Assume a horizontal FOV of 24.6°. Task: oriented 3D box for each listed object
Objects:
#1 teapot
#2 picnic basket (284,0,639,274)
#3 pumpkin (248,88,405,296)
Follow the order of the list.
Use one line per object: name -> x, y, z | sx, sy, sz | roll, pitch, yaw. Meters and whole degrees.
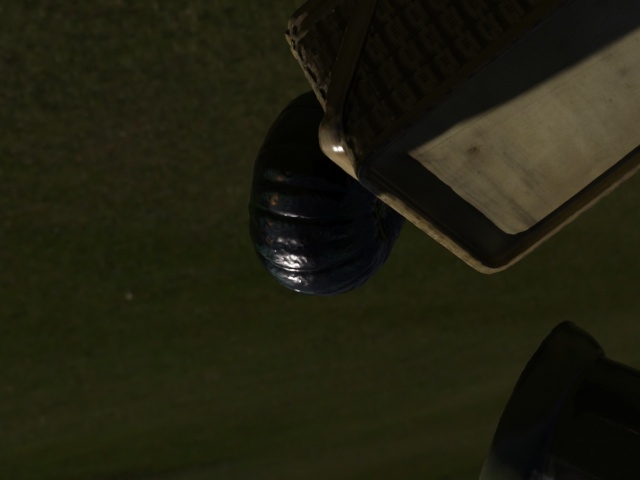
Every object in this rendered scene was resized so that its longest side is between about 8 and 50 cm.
teapot -> 0.319, 0.212, 1.163 | 0.337, 0.200, 0.270 | 23, -163, 22
picnic basket -> 0.152, -0.153, 1.098 | 0.313, 0.175, 0.228 | -38, 141, 14
pumpkin -> 0.006, -0.047, 1.373 | 0.140, 0.202, 0.202 | 13, 179, 20
